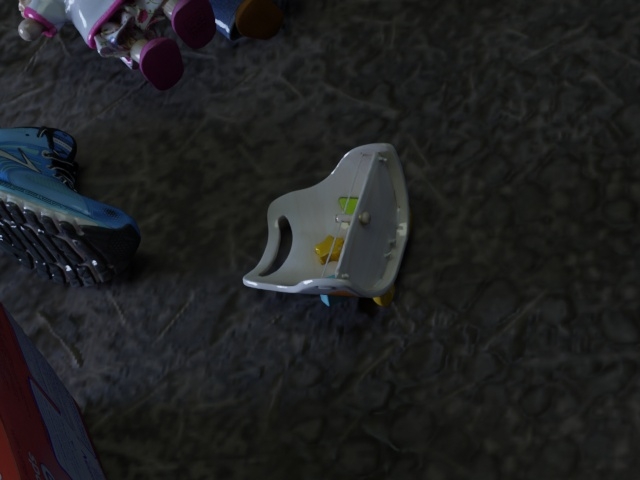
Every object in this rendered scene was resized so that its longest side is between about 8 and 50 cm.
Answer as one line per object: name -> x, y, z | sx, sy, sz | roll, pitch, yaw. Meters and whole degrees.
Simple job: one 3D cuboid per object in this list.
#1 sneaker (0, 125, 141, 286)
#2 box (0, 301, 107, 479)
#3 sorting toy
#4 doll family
sneaker -> -0.151, -0.032, 0.935 | 0.162, 0.063, 0.073 | 25, 62, 36
box -> -0.151, 0.159, 0.718 | 0.142, 0.154, 0.300 | -29, 48, 0
sorting toy -> 0.000, 0.000, 0.859 | 0.075, 0.045, 0.083 | -3, 52, 31
doll family -> -0.059, -0.197, 1.015 | 0.263, 0.118, 0.163 | -51, 55, 3
